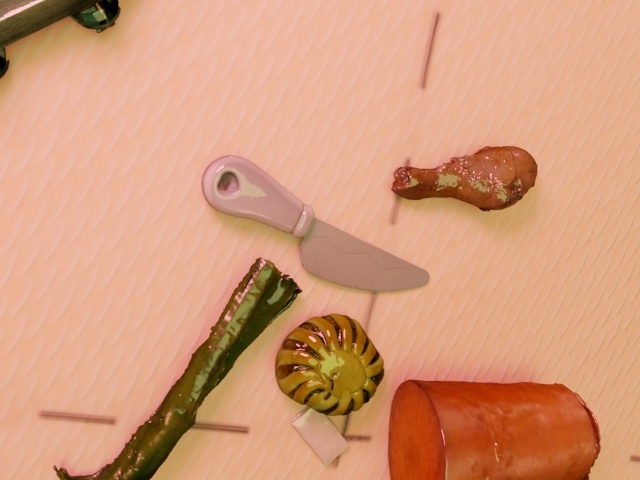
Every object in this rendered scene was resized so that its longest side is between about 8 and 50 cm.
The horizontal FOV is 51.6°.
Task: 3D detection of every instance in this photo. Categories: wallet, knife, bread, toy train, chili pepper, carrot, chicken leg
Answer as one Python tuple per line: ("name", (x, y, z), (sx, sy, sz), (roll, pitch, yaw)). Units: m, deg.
("wallet", (0.000, 0.254, 0.869), (0.044, 0.011, 0.083), (-38, 106, -9))
("knife", (-0.001, 0.002, 0.823), (0.331, 0.044, 0.080), (31, 88, -22))
("bread", (0.015, 0.160, 0.831), (0.130, 0.071, 0.139), (-45, 108, -11))
("toy train", (-0.316, -0.268, 0.663), (0.248, 0.101, 0.159), (-30, 89, -12))
("chili pepper", (-0.160, 0.172, 0.782), (0.359, 0.076, 0.085), (-48, 133, -6))
("carrot", (0.229, 0.271, 0.852), (0.254, 0.196, 0.196), (0, 98, -17))
("chicken leg", (0.188, -0.078, 0.854), (0.198, 0.069, 0.085), (-5, 98, -10))
